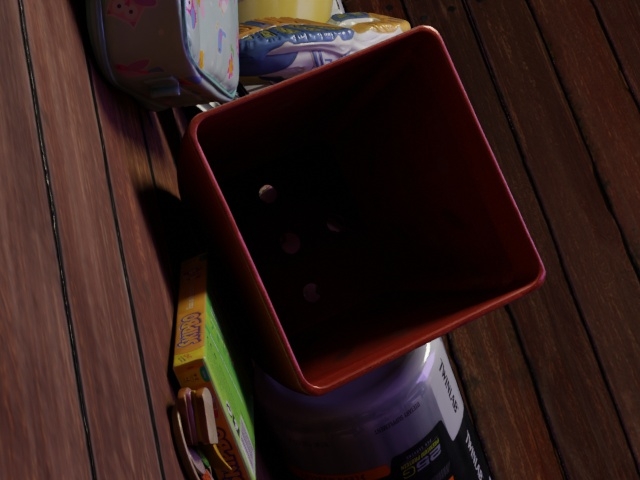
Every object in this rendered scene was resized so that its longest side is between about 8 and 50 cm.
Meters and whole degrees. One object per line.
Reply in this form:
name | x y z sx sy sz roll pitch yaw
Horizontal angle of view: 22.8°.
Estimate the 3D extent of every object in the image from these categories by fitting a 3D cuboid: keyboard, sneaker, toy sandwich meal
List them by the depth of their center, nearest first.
toy sandwich meal | -0.091 0.153 1.225 0.085 0.029 0.086 -18 90 -86
keyboard | -0.056 -0.118 1.737 0.317 0.033 0.201 39 13 -11
sneaker | 0.000 -0.194 1.865 0.112 0.296 0.131 22 -68 40

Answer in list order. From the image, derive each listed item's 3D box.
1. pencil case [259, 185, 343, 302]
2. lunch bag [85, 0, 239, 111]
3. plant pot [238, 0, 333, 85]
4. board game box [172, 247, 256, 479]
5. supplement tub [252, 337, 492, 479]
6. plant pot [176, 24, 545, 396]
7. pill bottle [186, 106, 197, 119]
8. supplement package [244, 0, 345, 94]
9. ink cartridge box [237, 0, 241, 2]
pencil case | -0.026 -0.011 1.893 0.386 0.160 0.167 -97 -153 -71
lunch bag | -0.147 -0.233 1.480 0.279 0.107 0.224 24 64 -80
plant pot | -0.085 -0.313 1.977 0.254 0.254 0.239 -65 152 -84
board game box | -0.091 0.105 1.388 0.259 0.039 0.124 -92 163 -69
supplement tub | 0.070 0.240 1.714 0.207 0.207 0.338 -102 172 -55
plant pot | 0.008 -0.013 1.527 0.267 0.267 0.236 66 -22 1
pill bottle | -0.134 -0.186 1.833 0.067 0.067 0.120 -104 174 -45
supplement package | -0.056 -0.271 2.252 0.262 0.204 0.145 -99 171 -64
ink cartridge box | -0.146 -0.393 1.696 0.197 0.198 0.270 -98 170 -68
